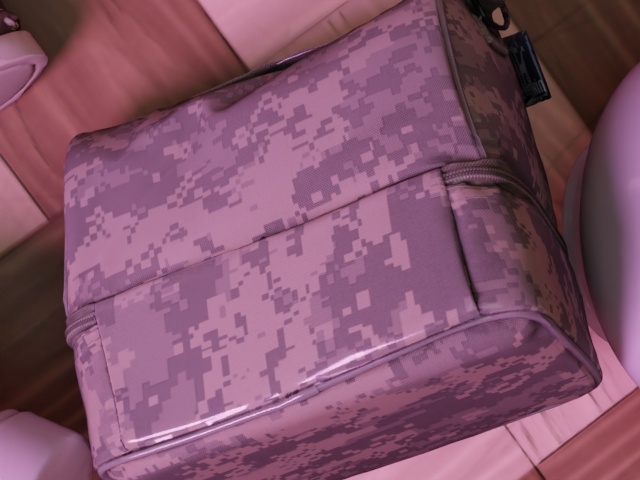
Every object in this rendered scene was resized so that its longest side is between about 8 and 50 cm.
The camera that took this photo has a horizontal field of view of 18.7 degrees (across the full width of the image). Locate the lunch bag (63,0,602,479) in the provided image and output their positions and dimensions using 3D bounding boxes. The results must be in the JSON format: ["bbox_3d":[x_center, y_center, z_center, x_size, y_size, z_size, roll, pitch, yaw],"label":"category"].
[{"bbox_3d":[0.000,0.000,1.178,0.305,0.212,0.256,-21,69,16],"label":"lunch bag"}]

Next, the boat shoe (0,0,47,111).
[{"bbox_3d":[-0.310,-0.098,1.153,0.324,0.116,0.097,-23,77,-45],"label":"boat shoe"}]

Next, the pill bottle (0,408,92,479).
[{"bbox_3d":[-0.305,0.120,1.143,0.318,0.176,0.176,20,88,12],"label":"pill bottle"}]

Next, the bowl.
[{"bbox_3d":[0.248,-0.004,1.251,0.298,0.134,0.298,10,77,-50],"label":"bowl"}]
